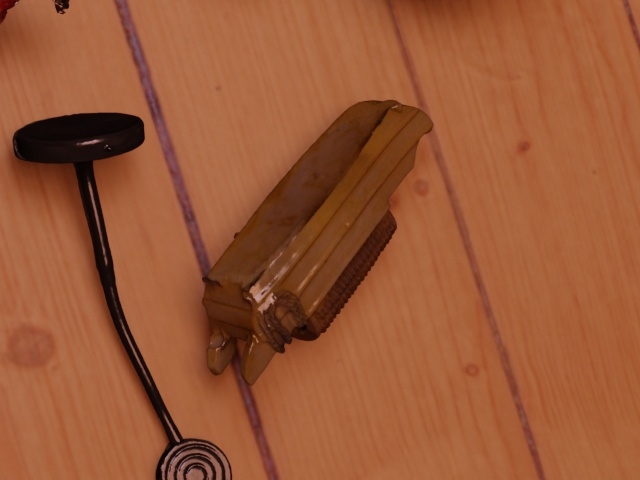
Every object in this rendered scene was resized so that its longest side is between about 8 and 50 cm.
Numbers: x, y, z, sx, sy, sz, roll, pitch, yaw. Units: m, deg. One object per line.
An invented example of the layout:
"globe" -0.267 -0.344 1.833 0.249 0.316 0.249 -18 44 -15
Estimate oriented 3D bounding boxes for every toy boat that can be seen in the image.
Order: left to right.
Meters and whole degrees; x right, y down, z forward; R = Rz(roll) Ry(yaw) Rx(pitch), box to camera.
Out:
"toy boat" 0.000 0.000 1.688 0.310 0.089 0.115 -53 128 -26

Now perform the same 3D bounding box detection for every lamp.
"lamp" -0.161 0.061 1.621 0.130 0.108 0.371 -13 87 -24

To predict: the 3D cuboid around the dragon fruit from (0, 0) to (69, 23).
"dragon fruit" -0.362 -0.219 1.584 0.282 0.147 0.211 16 69 -20
